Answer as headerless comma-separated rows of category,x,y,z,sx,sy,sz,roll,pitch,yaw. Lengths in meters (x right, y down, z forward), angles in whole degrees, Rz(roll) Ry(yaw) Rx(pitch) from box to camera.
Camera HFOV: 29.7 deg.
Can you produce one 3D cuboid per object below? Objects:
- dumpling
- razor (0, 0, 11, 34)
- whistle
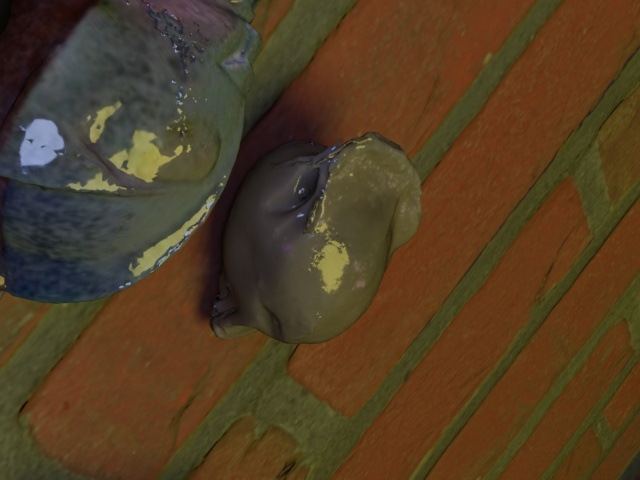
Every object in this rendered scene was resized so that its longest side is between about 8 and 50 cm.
dumpling,0.000,0.000,0.793,0.136,0.118,0.199,-15,154,-47
razor,-0.221,-0.119,0.326,0.327,0.107,0.189,-25,139,-45
whistle,-0.072,-0.110,0.564,0.346,0.134,0.142,-61,149,-9
